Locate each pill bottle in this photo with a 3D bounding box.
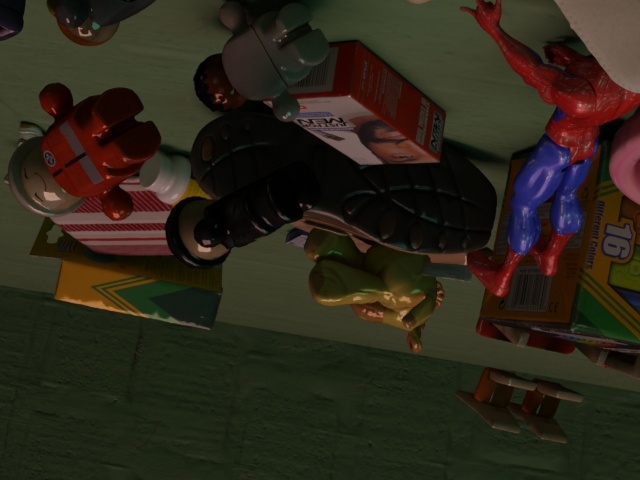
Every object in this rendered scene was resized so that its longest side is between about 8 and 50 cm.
[{"bbox_3d":[-0.170,-0.072,1.291,0.116,0.065,0.065,20,165,-41],"label":"pill bottle"}]

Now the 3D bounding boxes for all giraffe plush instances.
[{"bbox_3d":[0.091,0.049,1.292,0.210,0.181,0.170,24,160,17],"label":"giraffe plush"}]

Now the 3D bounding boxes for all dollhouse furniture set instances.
[{"bbox_3d":[0.305,0.099,1.237,0.259,0.262,0.135,15,-171,-26],"label":"dollhouse furniture set"}]

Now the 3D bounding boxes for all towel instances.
[{"bbox_3d":[-0.285,-0.041,1.493,0.237,0.037,0.329,-1,162,10],"label":"towel"}]

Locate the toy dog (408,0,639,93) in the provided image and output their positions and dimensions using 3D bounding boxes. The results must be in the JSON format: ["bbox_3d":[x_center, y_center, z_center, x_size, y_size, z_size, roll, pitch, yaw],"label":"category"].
[{"bbox_3d":[0.173,-0.132,0.463,0.220,0.161,0.333,19,166,-34],"label":"toy dog"}]

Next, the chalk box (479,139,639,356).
[{"bbox_3d":[0.337,0.026,1.005,0.288,0.179,0.180,13,175,-19],"label":"chalk box"}]

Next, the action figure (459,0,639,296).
[{"bbox_3d":[0.160,-0.091,0.761,0.091,0.139,0.280,-22,152,-23],"label":"action figure"}]

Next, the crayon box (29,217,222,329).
[{"bbox_3d":[-0.330,0.046,1.742,0.318,0.081,0.202,13,-158,-10],"label":"crayon box"}]

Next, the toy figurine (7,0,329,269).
[{"bbox_3d":[-0.110,-0.098,0.752,0.213,0.210,0.148,18,155,-35],"label":"toy figurine"}]

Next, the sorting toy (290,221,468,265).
[{"bbox_3d":[0.085,-0.011,1.452,0.193,0.038,0.208,-1,159,44],"label":"sorting toy"}]

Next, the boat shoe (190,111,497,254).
[{"bbox_3d":[0.024,-0.064,1.072,0.323,0.123,0.120,15,178,-9],"label":"boat shoe"}]

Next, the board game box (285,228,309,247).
[{"bbox_3d":[0.000,0.000,1.600,0.090,0.020,0.090,14,167,-17],"label":"board game box"}]

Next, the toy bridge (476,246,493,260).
[{"bbox_3d":[0.258,0.009,1.098,0.188,0.063,0.026,-21,-156,-15],"label":"toy bridge"}]

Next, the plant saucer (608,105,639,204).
[{"bbox_3d":[0.391,-0.073,0.759,0.332,0.084,0.332,10,169,2],"label":"plant saucer"}]

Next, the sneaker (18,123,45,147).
[{"bbox_3d":[-0.362,-0.120,1.294,0.031,0.037,0.083,4,169,19],"label":"sneaker"}]

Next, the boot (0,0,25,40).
[{"bbox_3d":[-0.288,-0.191,0.765,0.190,0.086,0.069,1,165,38],"label":"boot"}]

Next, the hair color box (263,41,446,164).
[{"bbox_3d":[0.035,-0.119,0.918,0.093,0.053,0.167,1,166,35],"label":"hair color box"}]
